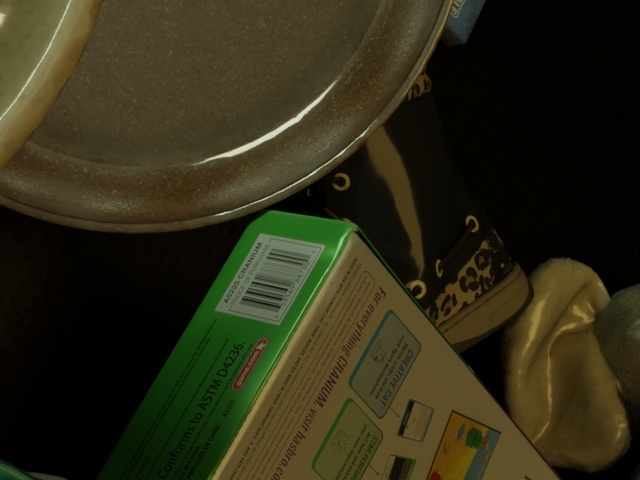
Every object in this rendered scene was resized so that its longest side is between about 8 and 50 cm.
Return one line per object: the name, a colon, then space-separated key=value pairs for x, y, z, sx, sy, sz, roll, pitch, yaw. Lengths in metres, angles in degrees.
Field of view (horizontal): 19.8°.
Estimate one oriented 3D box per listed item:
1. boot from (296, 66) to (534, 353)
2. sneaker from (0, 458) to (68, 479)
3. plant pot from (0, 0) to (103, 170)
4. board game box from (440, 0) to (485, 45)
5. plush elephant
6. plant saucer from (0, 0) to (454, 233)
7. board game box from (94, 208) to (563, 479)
boot: x=0.000 y=0.000 z=0.995 sx=0.236 sy=0.085 sz=0.178 roll=-27 pitch=100 yaw=-36
sneaker: x=-0.141 y=0.153 z=0.855 sx=0.275 sy=0.110 sz=0.107 roll=26 pitch=72 yaw=-35
plant pot: x=-0.285 y=-0.134 z=0.631 sx=0.334 sy=0.305 sz=0.333 roll=3 pitch=86 yaw=-38
board game box: x=0.070 y=-0.178 z=1.093 sx=0.090 sy=0.020 sz=0.090 roll=39 pitch=65 yaw=-32
plush elephant: x=0.257 y=0.115 z=1.097 sx=0.272 sy=0.330 sz=0.255 roll=8 pitch=60 yaw=-51
plant saucer: x=-0.086 y=-0.159 z=0.867 sx=0.311 sy=0.050 sz=0.310 roll=0 pitch=92 yaw=-1
board game box: x=0.014 y=0.174 z=0.903 sx=0.316 sy=0.064 sz=0.242 roll=51 pitch=61 yaw=-41
